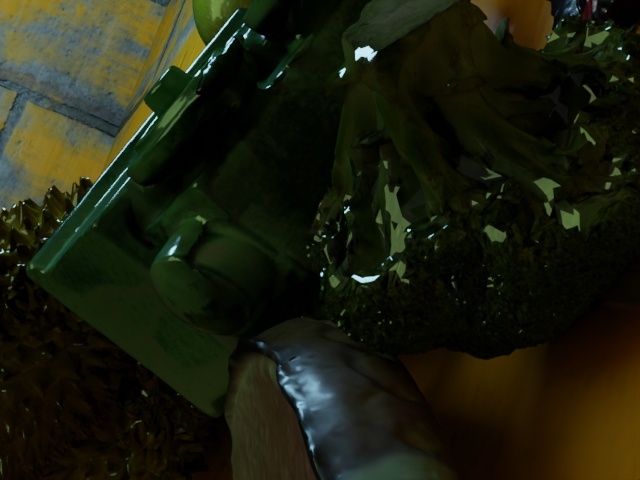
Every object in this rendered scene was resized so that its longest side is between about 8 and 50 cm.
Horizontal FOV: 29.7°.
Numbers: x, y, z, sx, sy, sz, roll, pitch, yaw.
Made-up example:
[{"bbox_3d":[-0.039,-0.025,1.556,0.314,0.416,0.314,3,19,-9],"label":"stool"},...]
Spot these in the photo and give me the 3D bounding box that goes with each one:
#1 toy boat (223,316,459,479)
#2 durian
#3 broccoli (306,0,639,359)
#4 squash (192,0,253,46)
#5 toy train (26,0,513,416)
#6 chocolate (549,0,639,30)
[{"bbox_3d":[0.019,0.111,0.475,0.227,0.085,0.155,-136,43,-71],"label":"toy boat"},{"bbox_3d":[-0.170,0.079,0.866,0.293,0.258,0.258,-53,20,27],"label":"durian"},{"bbox_3d":[0.057,-0.028,0.458,0.146,0.138,0.162,-15,28,22],"label":"broccoli"},{"bbox_3d":[-0.071,-0.244,1.212,0.123,0.123,0.186,-55,23,37],"label":"squash"},{"bbox_3d":[-0.017,-0.051,0.631,0.202,0.145,0.266,-36,17,55],"label":"toy train"},{"bbox_3d":[0.146,-0.140,0.506,0.182,0.028,0.086,128,151,-46],"label":"chocolate"}]
